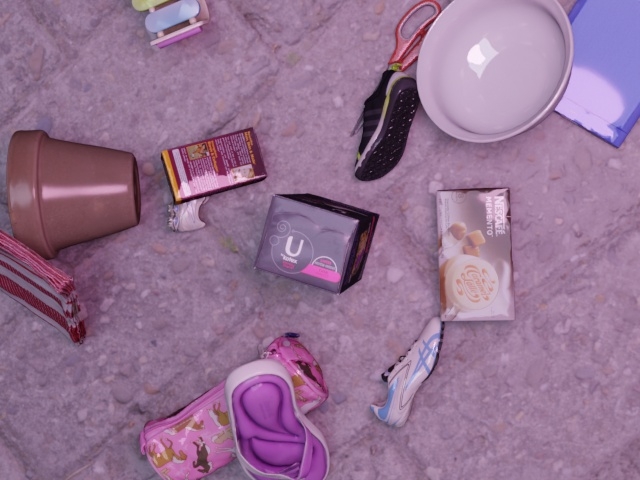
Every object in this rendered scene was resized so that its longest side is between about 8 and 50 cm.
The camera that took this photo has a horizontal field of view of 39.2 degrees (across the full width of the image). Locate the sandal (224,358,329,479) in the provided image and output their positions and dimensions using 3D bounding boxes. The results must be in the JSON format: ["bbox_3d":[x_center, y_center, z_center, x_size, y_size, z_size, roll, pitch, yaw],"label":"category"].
[{"bbox_3d":[-0.085,0.383,1.679,0.169,0.102,0.416,-22,133,0],"label":"sandal"}]

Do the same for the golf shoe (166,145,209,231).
[{"bbox_3d":[-0.270,-0.105,1.838,0.086,0.069,0.176,1,95,-12],"label":"golf shoe"}]

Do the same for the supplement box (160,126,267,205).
[{"bbox_3d":[-0.210,-0.146,1.770,0.188,0.081,0.104,-16,89,-12],"label":"supplement box"}]

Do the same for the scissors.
[{"bbox_3d":[0.136,-0.339,1.754,0.297,0.021,0.109,-42,91,13],"label":"scissors"}]

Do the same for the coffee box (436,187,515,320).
[{"bbox_3d":[0.294,0.024,1.701,0.141,0.098,0.246,-1,93,11],"label":"coffee box"}]

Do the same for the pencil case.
[{"bbox_3d":[-0.174,0.342,1.787,0.386,0.160,0.167,-35,87,12],"label":"pencil case"}]

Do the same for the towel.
[{"bbox_3d":[-0.579,0.089,1.790,0.237,0.329,0.037,33,63,8],"label":"towel"}]

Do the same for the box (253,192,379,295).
[{"bbox_3d":[0.000,0.000,1.672,0.165,0.270,0.143,17,96,11],"label":"box"}]

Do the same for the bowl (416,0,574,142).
[{"bbox_3d":[0.335,-0.307,1.632,0.298,0.134,0.298,-7,77,33],"label":"bowl"}]

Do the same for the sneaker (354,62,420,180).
[{"bbox_3d":[0.121,-0.227,1.735,0.097,0.084,0.235,51,126,43],"label":"sneaker"}]

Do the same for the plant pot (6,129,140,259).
[{"bbox_3d":[-0.482,-0.092,1.796,0.229,0.263,0.263,-3,93,-6],"label":"plant pot"}]

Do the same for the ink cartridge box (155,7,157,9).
[{"bbox_3d":[-0.277,-0.566,1.809,0.207,0.046,0.097,-40,84,11],"label":"ink cartridge box"}]

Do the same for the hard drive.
[{"bbox_3d":[0.546,-0.361,1.656,0.210,0.040,0.319,32,99,8],"label":"hard drive"}]

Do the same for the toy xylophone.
[{"bbox_3d":[-0.289,-0.546,1.746,0.236,0.081,0.323,-28,86,12],"label":"toy xylophone"}]

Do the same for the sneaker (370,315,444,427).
[{"bbox_3d":[0.173,0.249,1.748,0.086,0.085,0.237,27,97,4],"label":"sneaker"}]
